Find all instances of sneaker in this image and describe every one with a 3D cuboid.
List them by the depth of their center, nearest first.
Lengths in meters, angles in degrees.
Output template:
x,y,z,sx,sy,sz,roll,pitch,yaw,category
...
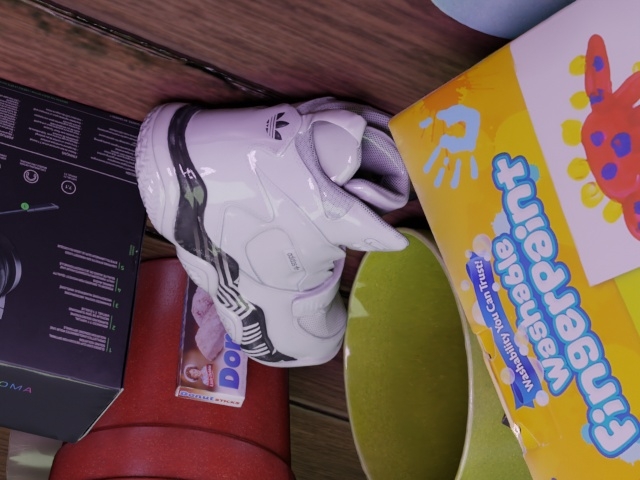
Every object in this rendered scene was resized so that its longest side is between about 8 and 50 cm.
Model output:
x,y,z,sx,sy,sz,roll,pitch,yaw,category
0.000,0.000,1.374,0.210,0.137,0.366,-6,145,22,sneaker

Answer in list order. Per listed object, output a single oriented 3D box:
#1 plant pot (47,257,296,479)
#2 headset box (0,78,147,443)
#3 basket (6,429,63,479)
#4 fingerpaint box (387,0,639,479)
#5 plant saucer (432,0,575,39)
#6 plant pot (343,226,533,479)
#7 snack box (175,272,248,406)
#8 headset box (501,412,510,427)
x,y,z,sx,sy,sz,roll,pitch,yaw,category
-0.143,0.177,1.567,0.272,0.265,0.272,2,149,1,plant pot
-0.283,0.015,1.293,0.246,0.283,0.131,15,147,-20,headset box
-0.240,0.229,1.770,0.227,0.154,0.204,8,146,-7,basket
0.299,0.031,1.044,0.371,0.445,0.163,-32,162,33,fingerpaint box
0.163,-0.216,1.093,0.195,0.037,0.195,3,150,2,plant saucer
0.209,0.121,1.477,0.293,0.275,0.275,-1,153,-23,plant pot
-0.101,0.077,1.476,0.064,0.178,0.022,12,140,-12,snack box
0.303,0.095,1.292,0.218,0.293,0.110,28,149,7,headset box
